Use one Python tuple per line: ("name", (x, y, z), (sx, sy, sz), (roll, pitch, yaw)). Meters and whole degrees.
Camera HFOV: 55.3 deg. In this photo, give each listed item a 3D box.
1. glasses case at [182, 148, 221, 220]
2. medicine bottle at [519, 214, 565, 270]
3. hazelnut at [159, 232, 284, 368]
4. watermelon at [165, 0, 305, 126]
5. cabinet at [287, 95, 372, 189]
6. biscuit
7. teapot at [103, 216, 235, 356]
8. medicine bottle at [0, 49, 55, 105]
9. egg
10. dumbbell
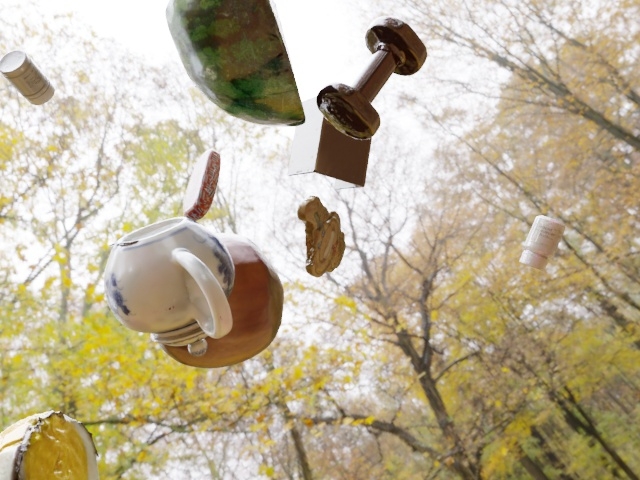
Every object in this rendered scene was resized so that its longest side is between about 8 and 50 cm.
("glasses case", (-0.263, -0.121, 1.375), (0.049, 0.195, 0.073), (34, -47, -31))
("medicine bottle", (0.383, 0.005, 1.058), (0.052, 0.052, 0.089), (16, -82, -50))
("hazelnut", (-0.270, 0.149, 1.597), (0.365, 0.366, 0.366), (-23, -35, -18))
("watermelon", (-0.165, -0.354, 1.185), (0.222, 0.292, 0.319), (-11, 8, 2))
("cabinet", (0.029, -0.268, 1.692), (0.174, 0.148, 0.215), (13, -96, -34))
("biscuit", (0.004, -0.009, 1.669), (0.183, 0.047, 0.320), (-62, -30, -32))
("teapot", (-0.285, 0.106, 1.215), (0.252, 0.424, 0.280), (-26, -74, -31))
("medicine bottle", (-0.542, -0.300, 1.131), (0.058, 0.058, 0.091), (-32, -30, -5))
("egg", (-0.614, 0.532, 1.276), (0.201, 0.337, 0.337), (-17, -33, 7))
("dumbbell", (0.103, -0.321, 1.214), (0.140, 0.124, 0.225), (43, -108, -24))
